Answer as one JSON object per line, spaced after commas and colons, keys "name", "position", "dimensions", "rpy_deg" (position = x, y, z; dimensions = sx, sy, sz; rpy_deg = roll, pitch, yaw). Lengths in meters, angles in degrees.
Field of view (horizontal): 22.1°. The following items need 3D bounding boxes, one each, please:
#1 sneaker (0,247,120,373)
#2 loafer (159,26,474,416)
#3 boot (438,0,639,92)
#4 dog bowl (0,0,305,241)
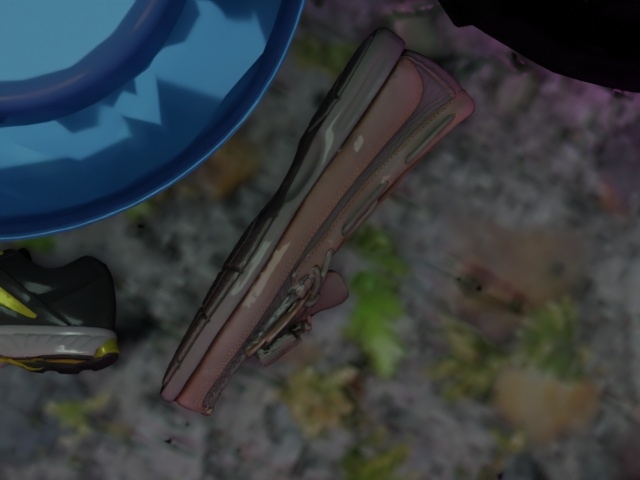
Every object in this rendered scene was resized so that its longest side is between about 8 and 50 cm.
{"name": "sneaker", "position": [-0.099, 0.020, 0.481], "dimensions": [0.083, 0.031, 0.035], "rpy_deg": [4, 72, 1]}
{"name": "loafer", "position": [0.000, 0.000, 0.472], "dimensions": [0.039, 0.045, 0.125], "rpy_deg": [31, 89, -8]}
{"name": "boot", "position": [0.007, -0.289, 0.379], "dimensions": [0.367, 0.146, 0.445], "rpy_deg": [14, 88, -11]}
{"name": "dog bowl", "position": [-0.102, -0.147, 0.452], "dimensions": [0.166, 0.074, 0.297], "rpy_deg": [-15, 92, 0]}
